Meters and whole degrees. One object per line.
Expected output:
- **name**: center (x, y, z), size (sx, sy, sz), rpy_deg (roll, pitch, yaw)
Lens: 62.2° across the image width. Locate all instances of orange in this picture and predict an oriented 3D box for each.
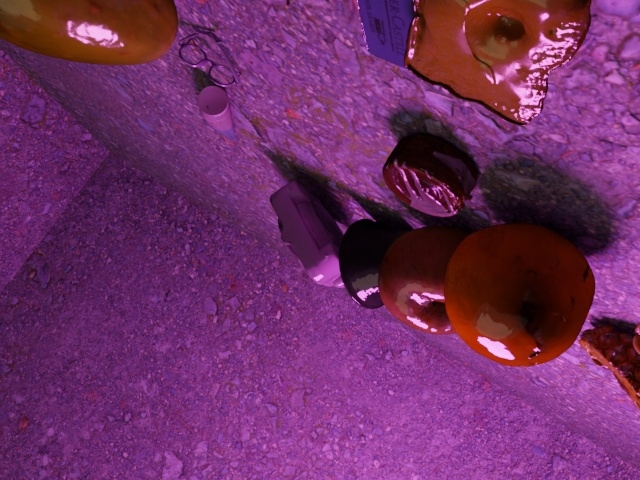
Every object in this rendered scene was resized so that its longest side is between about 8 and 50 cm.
- **orange**: center (0.333, 0.091, 0.899), size (0.246, 0.246, 0.246), rpy_deg (32, 169, 7)

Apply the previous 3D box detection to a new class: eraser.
- **eraser**: center (0.077, -0.279, 0.576), size (0.082, 0.036, 0.225), rpy_deg (31, 169, 21)

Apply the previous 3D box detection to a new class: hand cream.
- **hand cream**: center (-0.255, -0.310, 1.333), size (0.111, 0.070, 0.312), rpy_deg (33, 177, -7)

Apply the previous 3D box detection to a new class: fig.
- **fig**: center (-0.373, -0.397, 0.810), size (0.326, 0.258, 0.258), rpy_deg (18, -179, -40)

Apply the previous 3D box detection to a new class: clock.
- **clock**: center (0.000, 0.000, 1.490), size (0.296, 0.113, 0.322), rpy_deg (61, -168, 22)

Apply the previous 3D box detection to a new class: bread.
- **bread**: center (0.184, -0.109, 0.901), size (0.160, 0.073, 0.160), rpy_deg (29, 165, 8)
- **bread**: center (0.163, -0.218, 0.484), size (0.160, 0.088, 0.233), rpy_deg (25, 165, 12)

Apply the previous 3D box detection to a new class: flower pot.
- **flower pot**: center (0.175, 0.054, 1.332), size (0.148, 0.235, 0.235), rpy_deg (-8, 141, 45)

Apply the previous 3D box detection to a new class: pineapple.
- **pineapple**: center (0.621, 0.255, 1.072), size (0.233, 0.079, 0.135), rpy_deg (52, 172, 35)

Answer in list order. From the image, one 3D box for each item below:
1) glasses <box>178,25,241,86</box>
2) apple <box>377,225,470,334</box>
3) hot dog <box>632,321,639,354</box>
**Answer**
- **glasses**: center (-0.206, -0.367, 1.005), size (0.139, 0.063, 0.104), rpy_deg (33, 147, -2)
- **apple**: center (0.254, 0.082, 1.133), size (0.260, 0.194, 0.261), rpy_deg (3, 134, 3)
- **hot dog**: center (0.651, 0.193, 0.869), size (0.076, 0.102, 0.249), rpy_deg (-9, -162, -34)
